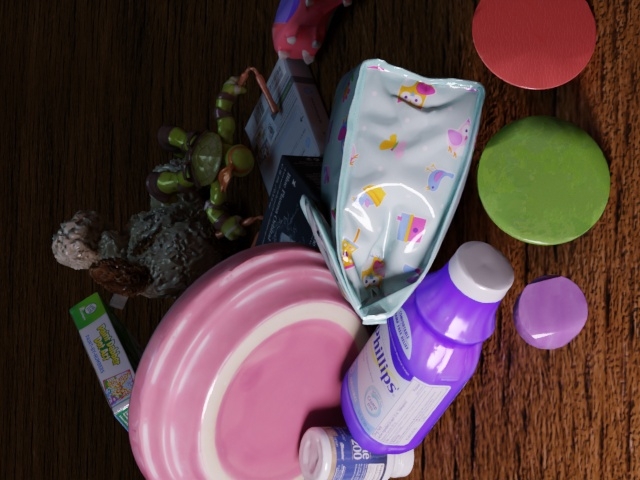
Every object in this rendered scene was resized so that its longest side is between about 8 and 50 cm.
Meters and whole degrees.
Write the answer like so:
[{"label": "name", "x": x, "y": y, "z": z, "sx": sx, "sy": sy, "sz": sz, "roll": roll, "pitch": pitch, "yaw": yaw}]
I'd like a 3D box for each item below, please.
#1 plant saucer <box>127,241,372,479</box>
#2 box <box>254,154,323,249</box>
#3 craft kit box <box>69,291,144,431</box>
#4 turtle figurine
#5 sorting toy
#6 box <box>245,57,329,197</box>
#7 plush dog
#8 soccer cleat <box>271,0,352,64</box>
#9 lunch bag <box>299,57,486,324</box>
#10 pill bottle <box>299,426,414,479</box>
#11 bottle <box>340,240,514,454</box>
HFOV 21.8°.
[{"label": "plant saucer", "x": -0.058, "y": 0.168, "z": 1.871, "sx": 0.084, "sy": 0.332, "sz": 0.332, "roll": 31, "pitch": 116, "yaw": 43}, {"label": "box", "x": 0.000, "y": 0.000, "z": 2.013, "sx": 0.158, "sy": 0.093, "sz": 0.156, "roll": 52, "pitch": 132, "yaw": 50}, {"label": "craft kit box", "x": -0.243, "y": 0.229, "z": 2.344, "sx": 0.250, "sy": 0.061, "sz": 0.246, "roll": 57, "pitch": 176, "yaw": -41}, {"label": "turtle figurine", "x": -0.151, "y": -0.092, "z": 2.206, "sx": 0.217, "sy": 0.087, "sz": 0.269, "roll": -1, "pitch": 89, "yaw": 53}, {"label": "sorting toy", "x": 0.207, "y": -0.068, "z": 1.631, "sx": 0.126, "sy": 0.127, "sz": 0.365, "roll": 104, "pitch": 165, "yaw": -76}, {"label": "box", "x": -0.037, "y": -0.128, "z": 2.156, "sx": 0.145, "sy": 0.038, "sz": 0.186, "roll": -61, "pitch": 36, "yaw": 41}, {"label": "plush dog", "x": -0.221, "y": 0.020, "z": 2.350, "sx": 0.210, "sy": 0.262, "sz": 0.225, "roll": 63, "pitch": 168, "yaw": -14}, {"label": "soccer cleat", "x": 0.002, "y": -0.318, "z": 2.059, "sx": 0.248, "sy": 0.083, "sz": 0.095, "roll": 127, "pitch": 142, "yaw": -52}, {"label": "lunch bag", "x": 0.065, "y": -0.047, "z": 1.746, "sx": 0.223, "sy": 0.160, "sz": 0.262, "roll": -148, "pitch": 70, "yaw": -85}, {"label": "pill bottle", "x": 0.042, "y": 0.243, "z": 1.874, "sx": 0.067, "sy": 0.120, "sz": 0.067, "roll": -10, "pitch": 78, "yaw": 62}, {"label": "bottle", "x": 0.114, "y": 0.113, "z": 1.777, "sx": 0.283, "sy": 0.092, "sz": 0.118, "roll": -58, "pitch": 37, "yaw": 43}]
